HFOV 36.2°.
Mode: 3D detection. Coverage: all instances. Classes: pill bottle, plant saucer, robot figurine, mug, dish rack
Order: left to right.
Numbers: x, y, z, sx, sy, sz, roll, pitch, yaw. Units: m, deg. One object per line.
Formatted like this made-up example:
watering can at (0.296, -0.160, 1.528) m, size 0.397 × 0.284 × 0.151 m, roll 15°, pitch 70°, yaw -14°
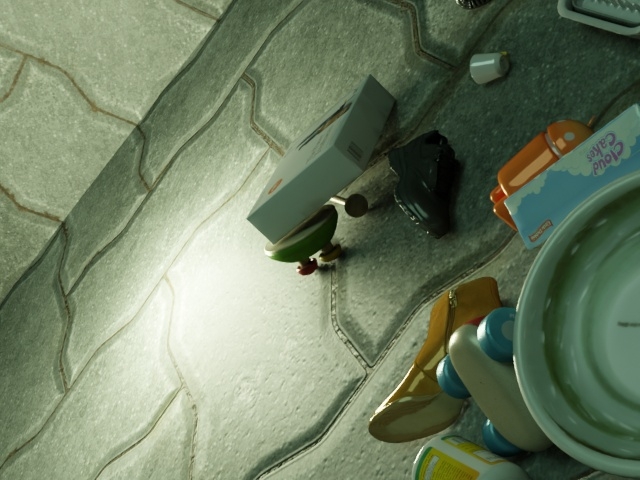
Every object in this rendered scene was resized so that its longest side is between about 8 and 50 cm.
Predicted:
pill bottle at (0.235, 0.366, 1.421) m, size 0.208 × 0.117 × 0.117 m, roll 14°, pitch 75°, yaw 59°
mug at (0.348, -0.360, 1.986) m, size 0.064 × 0.062 × 0.078 m, roll -5°, pitch 65°, yaw 46°
robot figurine at (0.384, -0.114, 1.631) m, size 0.219 × 0.158 × 0.128 m, roll -43°, pitch 74°, yaw 25°
dish rack at (0.596, -0.503, 1.730) m, size 0.333 × 0.072 × 0.285 m, roll -55°, pitch 31°, yaw 6°
plant saucer at (0.425, 0.100, 1.194) m, size 0.400 × 0.100 × 0.400 m, roll -28°, pitch 48°, yaw 36°

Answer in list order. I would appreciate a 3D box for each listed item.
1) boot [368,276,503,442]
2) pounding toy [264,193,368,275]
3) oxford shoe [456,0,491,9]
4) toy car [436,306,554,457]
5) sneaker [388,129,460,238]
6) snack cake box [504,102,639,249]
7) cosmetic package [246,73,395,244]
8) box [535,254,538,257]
boot at (0.199, 0.200, 1.665) m, size 0.295 × 0.104 × 0.211 m, roll -37°, pitch 30°, yaw 25°
pounding toy at (0.000, 0.000, 2.158) m, size 0.237 × 0.110 × 0.183 m, roll -38°, pitch 16°, yaw -20°
oxford shoe at (0.388, -0.598, 2.144) m, size 0.227 × 0.083 × 0.096 m, roll -43°, pitch 14°, yaw 25°
toy car at (0.330, 0.168, 1.436) m, size 0.238 × 0.210 × 0.219 m, roll -31°, pitch -15°, yaw -24°
sneaker at (0.215, -0.122, 1.924) m, size 0.130 × 0.109 × 0.286 m, roll -37°, pitch 37°, yaw 22°
snack cake box at (0.410, -0.092, 1.394) m, size 0.264 × 0.152 × 0.089 m, roll -41°, pitch 66°, yaw 45°
cosmetic package at (0.007, -0.187, 2.184) m, size 0.284 × 0.097 × 0.377 m, roll -40°, pitch 14°, yaw 32°
box at (0.392, 0.056, 1.417) m, size 0.059 × 0.169 × 0.054 m, roll -47°, pitch 33°, yaw 20°
